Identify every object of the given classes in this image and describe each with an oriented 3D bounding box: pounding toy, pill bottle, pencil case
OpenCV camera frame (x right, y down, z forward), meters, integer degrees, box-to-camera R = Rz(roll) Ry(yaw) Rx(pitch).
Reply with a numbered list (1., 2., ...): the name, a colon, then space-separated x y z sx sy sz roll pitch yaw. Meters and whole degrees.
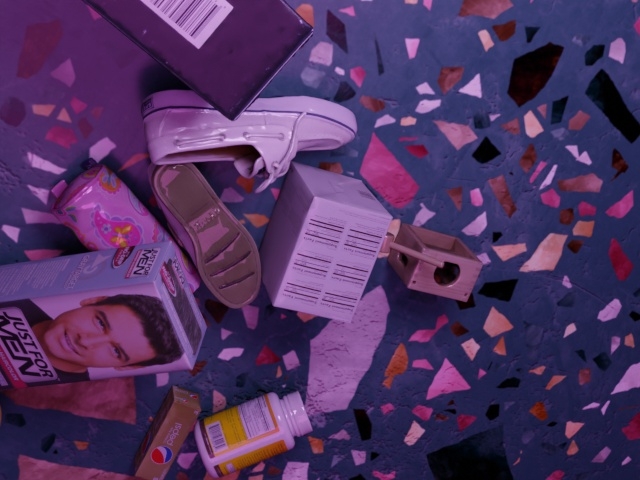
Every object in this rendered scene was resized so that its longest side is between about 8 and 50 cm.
1. pounding toy: 0.180 0.046 1.556 0.206 0.181 0.094 14 109 -19
2. pill bottle: -0.128 0.369 1.653 0.214 0.117 0.117 -20 116 -5
3. pencil case: -0.329 0.002 1.449 0.124 0.124 0.284 -38 115 4

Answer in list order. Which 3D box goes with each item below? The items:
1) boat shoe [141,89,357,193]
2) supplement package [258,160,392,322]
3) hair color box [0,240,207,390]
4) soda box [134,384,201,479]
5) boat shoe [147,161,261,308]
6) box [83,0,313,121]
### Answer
1. boat shoe: -0.101 -0.145 1.377 0.367 0.136 0.157 1 73 -29
2. supplement package: 0.000 0.000 1.484 0.149 0.194 0.203 14 109 -19
3. hair color box: -0.398 0.129 1.405 0.374 0.114 0.185 -8 123 13
4. soda box: -0.295 0.373 1.643 0.058 0.061 0.181 23 105 -21
5. boat shoe: -0.197 -0.022 1.476 0.113 0.103 0.302 -30 116 -11
6. box: -0.196 -0.358 1.225 0.296 0.294 0.183 39 102 -25
